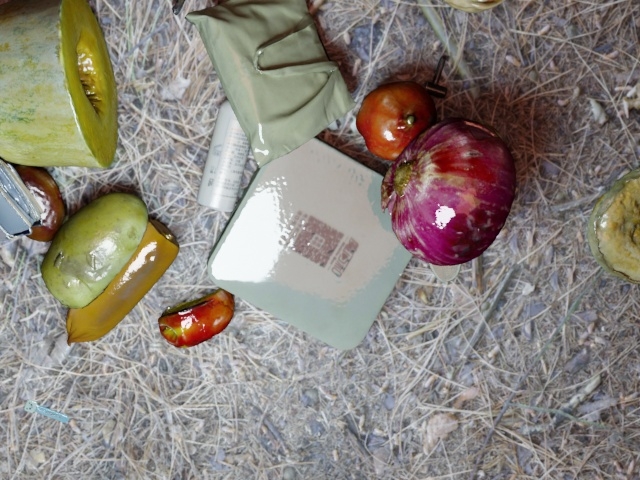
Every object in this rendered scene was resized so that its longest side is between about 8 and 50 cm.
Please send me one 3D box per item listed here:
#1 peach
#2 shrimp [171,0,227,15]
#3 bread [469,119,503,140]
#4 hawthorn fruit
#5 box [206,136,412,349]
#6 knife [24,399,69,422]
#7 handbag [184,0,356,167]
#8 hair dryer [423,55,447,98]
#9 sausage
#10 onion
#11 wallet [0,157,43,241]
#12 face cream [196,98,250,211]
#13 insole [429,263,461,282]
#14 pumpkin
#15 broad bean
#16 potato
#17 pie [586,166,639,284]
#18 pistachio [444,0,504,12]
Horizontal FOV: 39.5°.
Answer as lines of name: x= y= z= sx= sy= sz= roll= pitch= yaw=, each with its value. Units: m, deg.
peach: x=-0.249 y=0.165 z=1.847 sx=0.172 sy=0.127 sz=0.092 roll=-21 pitch=94 yaw=-27
shrimp: x=-0.218 y=-0.436 z=1.762 sx=0.152 sy=0.046 sz=0.219 roll=2 pitch=96 yaw=-7
bread: x=0.309 y=-0.174 z=1.854 sx=0.118 sy=0.064 sz=0.156 roll=26 pitch=100 yaw=-11
hawthorn fruit: x=0.154 y=-0.241 z=1.764 sx=0.169 sy=0.188 sz=0.169 roll=0 pitch=88 yaw=-4
box: x=0.000 y=0.000 z=1.845 sx=0.373 sy=0.090 sz=0.367 roll=29 pitch=97 yaw=-11
knife: x=-0.580 y=0.365 z=1.890 sx=0.096 sy=0.010 sz=0.027 roll=22 pitch=98 yaw=-9
handbag: x=-0.085 y=-0.332 z=1.721 sx=0.253 sy=0.109 sz=0.315 roll=-29 pitch=94 yaw=-27
hair dryer: x=0.244 y=-0.339 z=1.841 sx=0.047 sy=0.026 sz=0.083 roll=15 pitch=91 yaw=-10
sausage: x=-0.419 y=0.099 z=1.812 sx=0.112 sy=0.112 sz=0.328 roll=41 pitch=96 yaw=-11
onion: x=0.260 y=-0.082 z=1.691 sx=0.273 sy=0.230 sz=0.256 roll=-1 pitch=135 yaw=-9
wallet: x=-0.633 y=-0.077 z=1.720 sx=0.069 sy=0.231 sz=0.170 roll=-43 pitch=114 yaw=-38
face cream: x=-0.181 y=-0.195 z=1.794 sx=0.082 sy=0.082 sz=0.269 roll=14 pitch=97 yaw=-8
insole: x=0.258 y=-0.022 z=1.908 sx=0.080 sy=0.003 sz=0.231 roll=-13 pitch=101 yaw=-3
pumpkin: x=-0.505 y=-0.278 z=1.630 sx=0.199 sy=0.332 sz=0.332 roll=-12 pitch=101 yaw=2
broad bean: x=-0.571 y=-0.075 z=1.777 sx=0.114 sy=0.084 sz=0.165 roll=-4 pitch=109 yaw=15
potato: x=-0.461 y=0.008 z=1.747 sx=0.271 sy=0.160 sz=0.111 roll=-47 pitch=132 yaw=6
pie: x=0.709 y=-0.034 z=1.926 sx=0.274 sy=0.055 sz=0.274 roll=-1 pitch=101 yaw=-6
pistachio: x=0.330 y=-0.535 z=1.760 sx=0.215 sy=0.144 sz=0.144 roll=-35 pitch=102 yaw=-9
